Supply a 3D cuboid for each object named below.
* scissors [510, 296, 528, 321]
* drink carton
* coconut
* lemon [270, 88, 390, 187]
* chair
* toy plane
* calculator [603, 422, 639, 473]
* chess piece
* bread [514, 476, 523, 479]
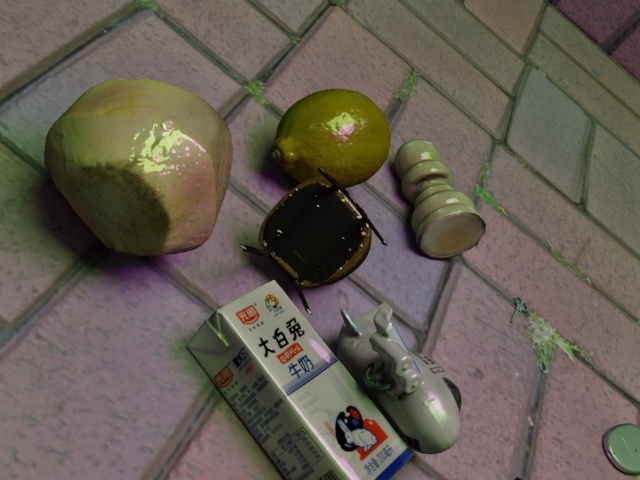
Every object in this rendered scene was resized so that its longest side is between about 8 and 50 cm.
[{"bbox_3d":[0.384,0.139,1.666,0.036,0.006,0.083,46,39,0],"label":"scissors"},{"bbox_3d":[-0.032,0.216,1.159,0.315,0.106,0.130,50,37,10],"label":"drink carton"},{"bbox_3d":[-0.239,-0.104,1.161,0.259,0.259,0.259,23,43,-24],"label":"coconut"},{"bbox_3d":[0.017,-0.176,1.491,0.248,0.184,0.184,-11,63,-44],"label":"lemon"},{"bbox_3d":[0.000,0.000,1.293,0.172,0.158,0.247,46,5,-5],"label":"chair"},{"bbox_3d":[0.110,0.197,1.229,0.122,0.267,0.267,-31,75,-10],"label":"toy plane"},{"bbox_3d":[0.584,0.389,1.602,0.153,0.021,0.095,-1,57,-38],"label":"calculator"},{"bbox_3d":[0.213,-0.094,1.649,0.133,0.133,0.243,13,41,-33],"label":"chess piece"},{"bbox_3d":[0.337,0.423,1.145,0.248,0.315,0.279,48,29,3],"label":"bread"}]
